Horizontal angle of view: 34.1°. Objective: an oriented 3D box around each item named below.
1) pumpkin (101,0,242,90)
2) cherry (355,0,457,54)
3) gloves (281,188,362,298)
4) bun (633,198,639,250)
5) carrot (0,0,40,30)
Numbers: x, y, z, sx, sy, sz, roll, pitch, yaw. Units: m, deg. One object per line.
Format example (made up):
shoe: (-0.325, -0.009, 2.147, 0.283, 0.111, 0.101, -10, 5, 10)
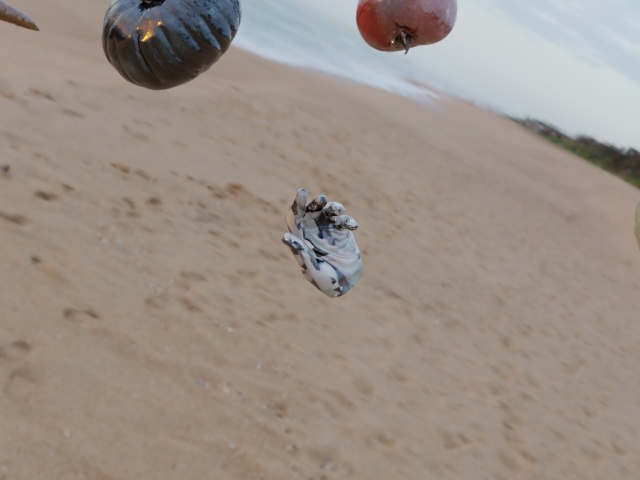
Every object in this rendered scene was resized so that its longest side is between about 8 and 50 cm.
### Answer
pumpkin: (-0.196, -0.284, 1.374, 0.194, 0.194, 0.150, 36, 12, 35)
cherry: (0.092, -0.245, 1.057, 0.106, 0.126, 0.087, 23, 3, 31)
gloves: (-0.001, -0.004, 1.765, 0.212, 0.127, 0.111, 65, -7, -26)
bun: (0.499, -0.021, 1.285, 0.221, 0.221, 0.108, 31, -5, 12)
carrot: (-0.463, -0.321, 1.351, 0.216, 0.048, 0.048, 23, 12, -34)
